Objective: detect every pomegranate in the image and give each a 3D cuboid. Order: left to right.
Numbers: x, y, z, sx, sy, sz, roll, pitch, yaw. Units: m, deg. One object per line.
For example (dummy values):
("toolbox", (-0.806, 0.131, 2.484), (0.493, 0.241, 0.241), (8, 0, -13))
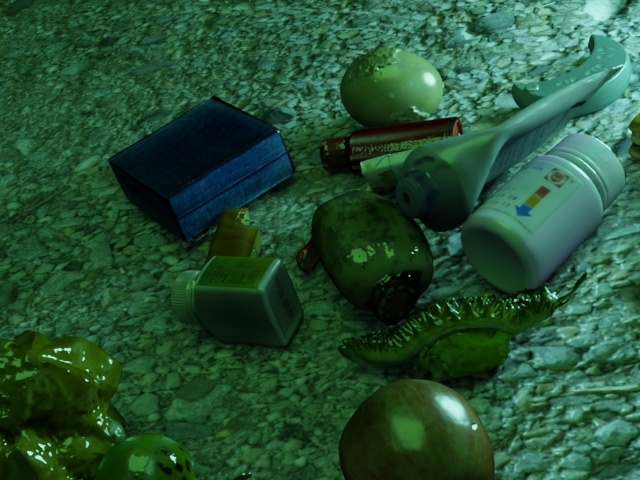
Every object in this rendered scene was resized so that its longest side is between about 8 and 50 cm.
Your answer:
("pomegranate", (-0.203, 0.341, 1.474), (0.220, 0.156, 0.156), (13, 33, -16))

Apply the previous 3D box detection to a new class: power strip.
("power strip", (0.472, -0.293, 2.040), (0.253, 0.054, 0.167), (-34, 37, -20))

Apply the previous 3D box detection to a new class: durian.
("durian", (0.201, 0.129, 1.562), (0.375, 0.132, 0.107), (-15, 23, 16))

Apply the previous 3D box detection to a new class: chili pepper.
("chili pepper", (0.000, 0.000, 1.897), (0.027, 0.045, 0.178), (15, 42, 26))

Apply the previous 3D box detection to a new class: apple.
("apple", (0.121, 0.272, 1.361), (0.188, 0.188, 0.174), (-24, 41, -6))

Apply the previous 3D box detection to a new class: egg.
("egg", (0.135, -0.289, 2.106), (0.201, 0.164, 0.164), (3, 42, 22))

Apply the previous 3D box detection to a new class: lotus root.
("lotus root", (0.069, 0.008, 1.760), (0.173, 0.173, 0.309), (-25, 34, -6))

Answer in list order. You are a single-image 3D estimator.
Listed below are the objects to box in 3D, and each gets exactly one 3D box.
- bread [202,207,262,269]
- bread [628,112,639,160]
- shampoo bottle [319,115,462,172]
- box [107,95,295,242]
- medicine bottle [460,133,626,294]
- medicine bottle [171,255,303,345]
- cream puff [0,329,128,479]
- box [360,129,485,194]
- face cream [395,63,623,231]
("bread", (-0.152, 0.022, 1.935), (0.088, 0.049, 0.226), (-8, 37, 17))
("bread", (0.591, -0.164, 1.786), (0.116, 0.077, 0.200), (-29, 30, -12))
("shampoo bottle", (0.128, -0.173, 2.040), (0.260, 0.064, 0.102), (-6, 42, 19))
("box", (-0.233, -0.144, 2.130), (0.261, 0.116, 0.279), (-35, 36, -17))
("medicine bottle", (0.346, -0.044, 1.695), (0.152, 0.152, 0.254), (21, 52, 43))
("medicine bottle", (-0.138, 0.095, 1.762), (0.188, 0.132, 0.088), (2, 42, 28))
("cream puff", (-0.442, 0.282, 1.557), (0.323, 0.270, 0.274), (-14, 41, 10))
("box", (0.188, -0.134, 1.923), (0.220, 0.122, 0.032), (-14, 72, 9))
("face cream", (0.294, -0.144, 1.770), (0.420, 0.235, 0.137), (-28, 75, -28))
